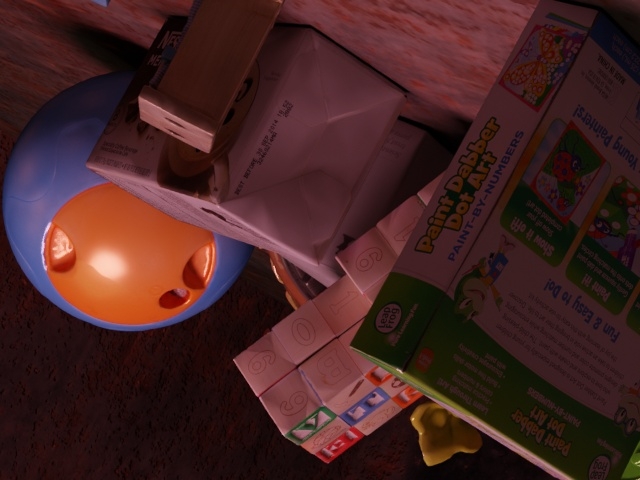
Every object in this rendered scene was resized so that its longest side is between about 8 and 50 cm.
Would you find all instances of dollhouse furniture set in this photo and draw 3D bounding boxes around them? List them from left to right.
[{"bbox_3d":[-0.139,-0.173,1.475,0.183,0.129,0.129,27,174,-3],"label":"dollhouse furniture set"}]

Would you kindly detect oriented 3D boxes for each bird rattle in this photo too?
[{"bbox_3d":[0.227,0.171,2.089,0.253,0.143,0.207,5,148,-8],"label":"bird rattle"}]

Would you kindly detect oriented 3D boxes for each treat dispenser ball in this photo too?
[{"bbox_3d":[-0.207,-0.043,2.062,0.288,0.288,0.288,27,174,3],"label":"treat dispenser ball"}]

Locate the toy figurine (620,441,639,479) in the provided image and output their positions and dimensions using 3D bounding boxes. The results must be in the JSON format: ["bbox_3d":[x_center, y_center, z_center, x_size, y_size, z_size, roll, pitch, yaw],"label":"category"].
[{"bbox_3d":[0.387,0.202,2.019,0.173,0.130,0.159,-10,164,38],"label":"toy figurine"}]

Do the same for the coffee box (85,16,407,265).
[{"bbox_3d":[-0.073,-0.095,1.651,0.119,0.168,0.297,31,173,-28],"label":"coffee box"}]

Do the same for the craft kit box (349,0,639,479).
[{"bbox_3d":[0.162,0.014,1.181,0.061,0.247,0.250,20,169,45],"label":"craft kit box"}]

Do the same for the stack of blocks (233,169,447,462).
[{"bbox_3d":[0.077,0.056,1.594,0.087,0.297,0.171,55,-175,25],"label":"stack of blocks"}]

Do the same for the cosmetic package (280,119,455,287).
[{"bbox_3d":[0.051,-0.024,1.751,0.151,0.151,0.183,23,172,37],"label":"cosmetic package"}]

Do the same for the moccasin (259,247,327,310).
[{"bbox_3d":[0.002,-0.002,2.011,0.147,0.139,0.380,42,170,40],"label":"moccasin"}]
